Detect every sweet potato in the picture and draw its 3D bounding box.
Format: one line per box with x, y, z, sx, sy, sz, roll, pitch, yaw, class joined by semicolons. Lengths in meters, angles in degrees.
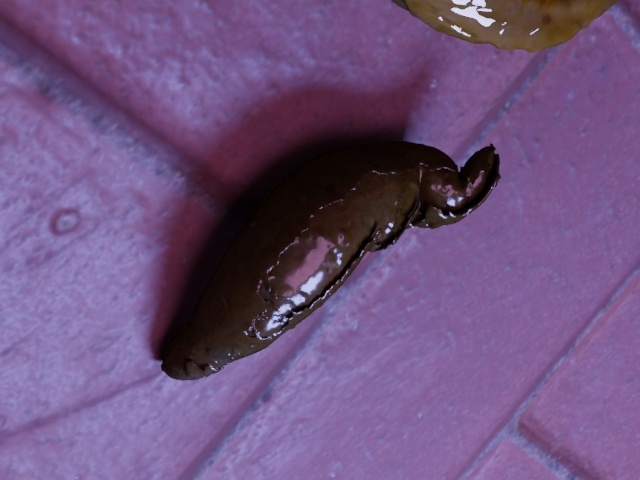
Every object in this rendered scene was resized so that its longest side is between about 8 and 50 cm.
0.001;-0.003;1.466;0.310;0.098;0.124;-36;146;-10;sweet potato

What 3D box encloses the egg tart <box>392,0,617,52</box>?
0.149;-0.348;1.262;0.443;0.178;0.443;-23;131;-28;egg tart
